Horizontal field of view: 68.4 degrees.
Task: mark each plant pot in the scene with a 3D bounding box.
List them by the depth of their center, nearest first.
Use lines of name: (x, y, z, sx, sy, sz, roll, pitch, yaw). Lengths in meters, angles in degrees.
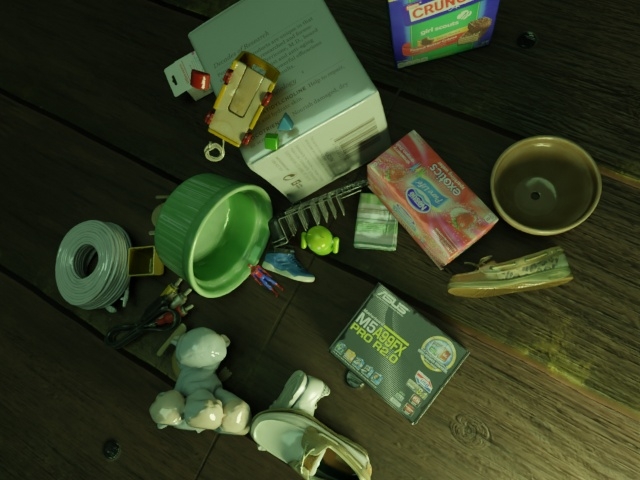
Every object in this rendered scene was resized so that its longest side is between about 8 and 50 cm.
plant pot: (0.524, -0.121, 1.129, 0.237, 0.110, 0.238, -2, 78, 12)
plant pot: (-0.485, 0.064, 1.333, 0.081, 0.083, 0.081, -5, 77, 11)

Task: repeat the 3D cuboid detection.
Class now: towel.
towel: (0.149, -0.052, 1.244, 0.113, 0.023, 0.152, 5, 79, 13)

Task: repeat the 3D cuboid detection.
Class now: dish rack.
dish rack: (0.000, -0.079, 1.184, 0.271, 0.208, 0.074, -22, 100, 6)

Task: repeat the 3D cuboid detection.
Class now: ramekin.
ramekin: (-0.271, -0.023, 1.197, 0.148, 0.303, 0.304, 25, 85, 24)

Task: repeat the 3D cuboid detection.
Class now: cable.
cable: (-0.471, 0.234, 1.310, 0.287, 0.072, 0.140, -40, 57, 11)
cable: (-0.653, 0.069, 1.353, 0.256, 0.089, 0.257, 4, 80, 25)

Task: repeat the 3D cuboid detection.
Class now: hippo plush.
hippo plush: (-0.271, 0.341, 1.158, 0.234, 0.294, 0.237, 10, 64, -8)

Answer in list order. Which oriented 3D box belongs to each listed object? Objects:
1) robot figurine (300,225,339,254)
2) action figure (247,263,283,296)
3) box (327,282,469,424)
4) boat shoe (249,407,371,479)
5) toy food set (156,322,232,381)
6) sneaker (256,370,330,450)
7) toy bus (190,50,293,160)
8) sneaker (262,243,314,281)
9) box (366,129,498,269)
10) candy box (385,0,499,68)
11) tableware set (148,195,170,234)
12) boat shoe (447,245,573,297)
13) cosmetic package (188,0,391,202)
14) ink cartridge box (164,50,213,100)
robot figurine: (0.000, 0.000, 1.219, 0.101, 0.115, 0.067, 11, 80, 14)
action figure: (-0.150, 0.101, 1.256, 0.115, 0.030, 0.038, 42, 95, -5)
box: (0.185, 0.270, 1.149, 0.270, 0.060, 0.216, 38, 89, 17)
boat shoe: (-0.019, 0.477, 1.071, 0.302, 0.103, 0.113, 23, 95, -7)
toy food set: (-0.337, 0.327, 1.273, 0.192, 0.038, 0.132, 44, 96, 7)
sneaker: (-0.073, 0.435, 1.163, 0.094, 0.090, 0.235, 31, 104, -24)
toy bus: (-0.164, -0.286, 0.982, 0.202, 0.191, 0.104, -8, 34, 13)
sneaker: (-0.077, 0.054, 1.255, 0.152, 0.058, 0.085, 18, 91, 22)
box: (0.261, -0.096, 1.155, 0.154, 0.142, 0.300, -37, 75, -4)
candy box: (0.298, -0.589, 1.170, 0.267, 0.317, 0.122, -12, 76, 10)
tableware set: (-0.391, -0.067, 1.365, 0.194, 0.039, 0.129, 0, 66, 7)
boat shoe: (0.439, 0.077, 1.117, 0.284, 0.105, 0.090, -7, 72, 1)
cosmetic package: (-0.061, -0.371, 1.199, 0.327, 0.329, 0.394, -29, 73, 8)
ink cartridge box: (-0.363, -0.511, 1.436, 0.198, 0.067, 0.115, -26, 73, 5)
